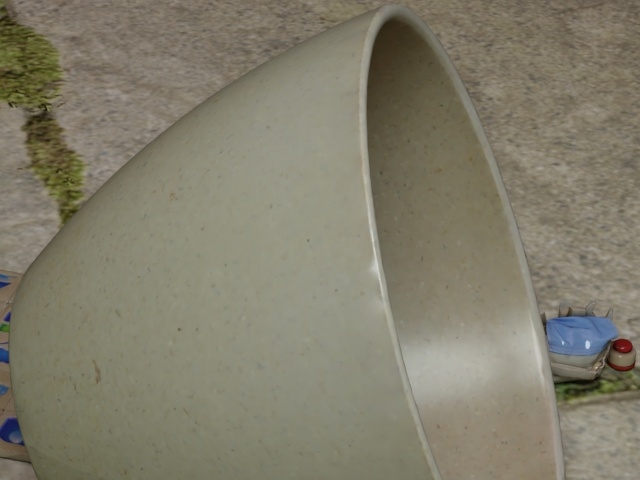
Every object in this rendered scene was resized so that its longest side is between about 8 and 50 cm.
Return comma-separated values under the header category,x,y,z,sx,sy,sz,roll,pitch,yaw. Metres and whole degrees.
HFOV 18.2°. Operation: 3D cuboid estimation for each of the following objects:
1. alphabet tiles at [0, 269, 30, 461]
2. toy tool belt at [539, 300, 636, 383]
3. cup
category,x,y,z,sx,sy,sz,roll,pitch,yaw
alphabet tiles,-0.222,0.072,1.288,0.237,0.009,0.198,10,30,8
toy tool belt,0.173,0.064,1.313,0.083,0.051,0.052,-5,32,-17
cup,-0.026,0.064,1.079,0.237,0.331,0.331,-15,26,17
